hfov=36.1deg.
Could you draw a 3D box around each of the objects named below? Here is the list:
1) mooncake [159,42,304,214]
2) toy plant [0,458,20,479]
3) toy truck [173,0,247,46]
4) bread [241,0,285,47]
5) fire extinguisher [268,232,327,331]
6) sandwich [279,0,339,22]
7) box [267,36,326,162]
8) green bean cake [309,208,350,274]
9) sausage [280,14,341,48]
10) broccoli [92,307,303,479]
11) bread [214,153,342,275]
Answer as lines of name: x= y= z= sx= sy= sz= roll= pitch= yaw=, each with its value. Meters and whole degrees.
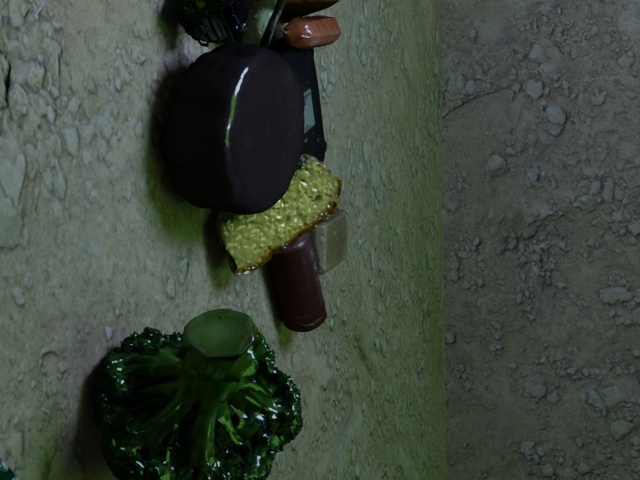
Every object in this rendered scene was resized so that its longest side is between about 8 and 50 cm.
mooncake: x=-0.139 y=-0.180 z=1.588 sx=0.283 sy=0.141 sz=0.283 roll=-40 pitch=137 yaw=-53
toy plant: x=-0.365 y=0.352 z=1.079 sx=0.243 sy=0.112 sz=0.233 roll=-88 pitch=157 yaw=-55
toy truck: x=-0.159 y=-0.432 z=1.575 sx=0.088 sy=0.121 sz=0.259 roll=65 pitch=33 yaw=-53
bread: x=-0.086 y=-0.423 z=1.715 sx=0.286 sy=0.056 sz=0.207 roll=118 pitch=-9 yaw=-50
fire extinguisher: x=-0.058 y=0.051 z=1.953 sx=0.105 sy=0.104 sz=0.269 roll=-65 pitch=150 yaw=-48
sandwich: x=-0.013 y=-0.496 z=1.898 sx=0.144 sy=0.187 sz=0.117 roll=2 pitch=90 yaw=-64
box: x=-0.066 y=-0.237 z=1.919 sx=0.290 sy=0.073 sz=0.289 roll=-52 pitch=137 yaw=-60
green bean cake: x=0.000 y=0.000 z=2.114 sx=0.179 sy=0.085 sz=0.109 roll=-35 pitch=126 yaw=-65
sausage: x=-0.019 y=-0.401 z=1.889 sx=0.169 sy=0.065 sz=0.065 roll=-32 pitch=121 yaw=-62
broccoli: x=-0.173 y=0.211 z=1.346 sx=0.297 sy=0.297 sz=0.298 roll=101 pitch=8 yaw=-46
bread: x=-0.095 y=-0.059 z=1.762 sx=0.260 sy=0.134 sz=0.129 roll=-39 pitch=121 yaw=-18
